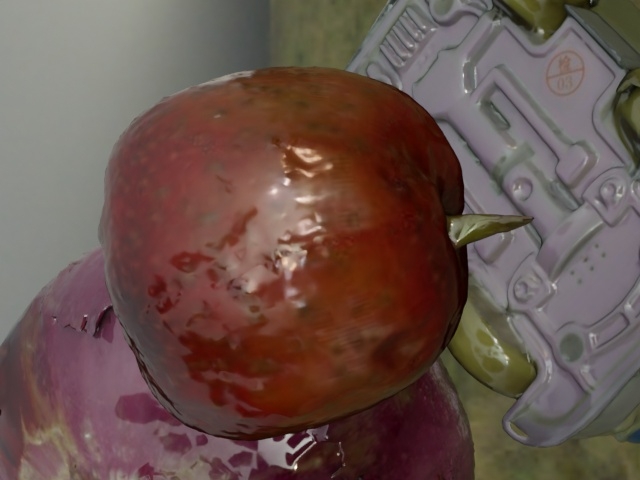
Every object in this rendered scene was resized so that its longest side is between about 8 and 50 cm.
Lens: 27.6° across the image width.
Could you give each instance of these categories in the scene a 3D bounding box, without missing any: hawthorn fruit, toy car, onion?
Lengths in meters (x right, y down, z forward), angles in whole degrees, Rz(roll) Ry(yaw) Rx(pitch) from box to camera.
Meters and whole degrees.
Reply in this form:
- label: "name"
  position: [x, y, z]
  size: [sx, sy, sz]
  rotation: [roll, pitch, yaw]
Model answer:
- label: "hawthorn fruit"
  position: [0.000, 0.000, 0.606]
  size: [0.179, 0.200, 0.179]
  rotation: [-12, -90, -75]
- label: "toy car"
  position: [0.181, -0.047, 0.902]
  size: [0.242, 0.226, 0.336]
  rotation: [-56, 52, 27]
- label: "onion"
  position: [-0.058, 0.162, 0.943]
  size: [0.345, 0.358, 0.358]
  rotation: [12, -104, -62]
